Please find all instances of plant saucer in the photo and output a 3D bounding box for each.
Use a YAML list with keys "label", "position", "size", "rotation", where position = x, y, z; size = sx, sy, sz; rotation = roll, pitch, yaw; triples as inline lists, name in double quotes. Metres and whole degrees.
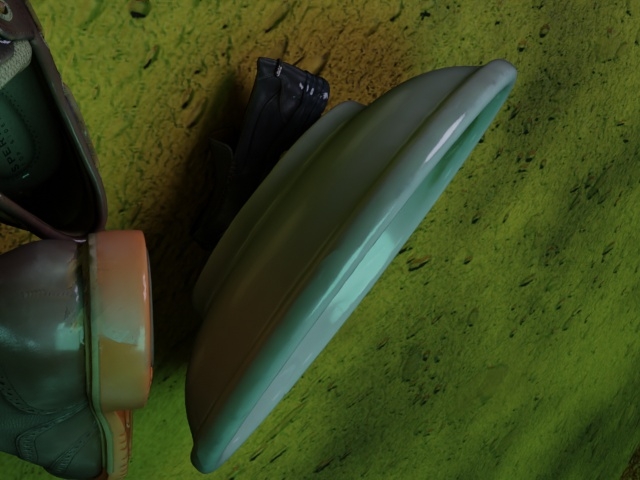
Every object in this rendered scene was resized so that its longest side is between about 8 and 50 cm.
- label: "plant saucer"
  position: [0.000, 0.000, 0.870]
  size: [0.400, 0.101, 0.400]
  rotation: [-52, 175, -7]

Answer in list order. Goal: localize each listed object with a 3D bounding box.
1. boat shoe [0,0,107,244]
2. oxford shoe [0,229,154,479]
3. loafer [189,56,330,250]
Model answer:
- label: "boat shoe"
  position: [-0.198, -0.110, 0.562]
  size: [0.123, 0.123, 0.342]
  rotation: [-41, 146, -19]
- label: "oxford shoe"
  position: [-0.192, 0.087, 0.733]
  size: [0.133, 0.129, 0.363]
  rotation: [-1, 154, -14]
- label: "loafer"
  position: [-0.062, -0.069, 0.854]
  size: [0.061, 0.062, 0.170]
  rotation: [28, 107, -19]
